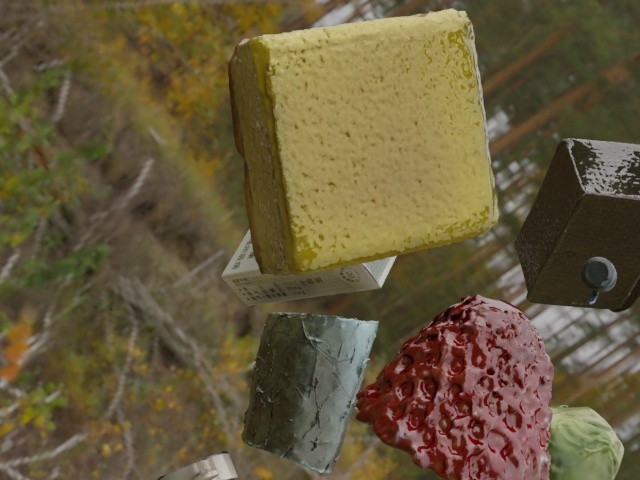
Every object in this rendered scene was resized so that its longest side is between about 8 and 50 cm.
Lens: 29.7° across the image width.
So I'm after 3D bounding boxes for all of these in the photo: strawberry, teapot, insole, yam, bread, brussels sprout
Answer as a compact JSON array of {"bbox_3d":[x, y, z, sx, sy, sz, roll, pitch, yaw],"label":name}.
[{"bbox_3d":[0.166,0.153,1.271,0.234,0.178,0.234,18,14,-5],"label":"strawberry"},{"bbox_3d":[0.405,0.059,1.748,0.083,0.049,0.063,24,59,-69],"label":"teapot"},{"bbox_3d":[0.543,0.090,2.114,0.045,0.002,0.135,47,-38,4],"label":"insole"},{"bbox_3d":[-0.026,0.305,2.563,0.241,0.348,0.241,14,-12,3],"label":"yam"},{"bbox_3d":[0.062,-0.131,1.607,0.143,0.333,0.323,-166,-113,-67],"label":"bread"},{"bbox_3d":[0.303,0.295,1.592,0.161,0.180,0.144,38,-12,21],"label":"brussels sprout"}]

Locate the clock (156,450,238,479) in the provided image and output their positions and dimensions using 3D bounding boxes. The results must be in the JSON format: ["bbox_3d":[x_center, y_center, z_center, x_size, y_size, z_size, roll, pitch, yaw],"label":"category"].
[{"bbox_3d":[-0.244,0.465,2.359,0.229,0.156,0.063,120,-50,-66],"label":"clock"}]

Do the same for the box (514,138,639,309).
[{"bbox_3d":[0.453,-0.024,2.014,0.273,0.184,0.143,107,-18,-45],"label":"box"}]

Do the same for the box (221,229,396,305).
[{"bbox_3d":[0.001,0.000,2.175,0.095,0.330,0.210,52,49,-30],"label":"box"}]
